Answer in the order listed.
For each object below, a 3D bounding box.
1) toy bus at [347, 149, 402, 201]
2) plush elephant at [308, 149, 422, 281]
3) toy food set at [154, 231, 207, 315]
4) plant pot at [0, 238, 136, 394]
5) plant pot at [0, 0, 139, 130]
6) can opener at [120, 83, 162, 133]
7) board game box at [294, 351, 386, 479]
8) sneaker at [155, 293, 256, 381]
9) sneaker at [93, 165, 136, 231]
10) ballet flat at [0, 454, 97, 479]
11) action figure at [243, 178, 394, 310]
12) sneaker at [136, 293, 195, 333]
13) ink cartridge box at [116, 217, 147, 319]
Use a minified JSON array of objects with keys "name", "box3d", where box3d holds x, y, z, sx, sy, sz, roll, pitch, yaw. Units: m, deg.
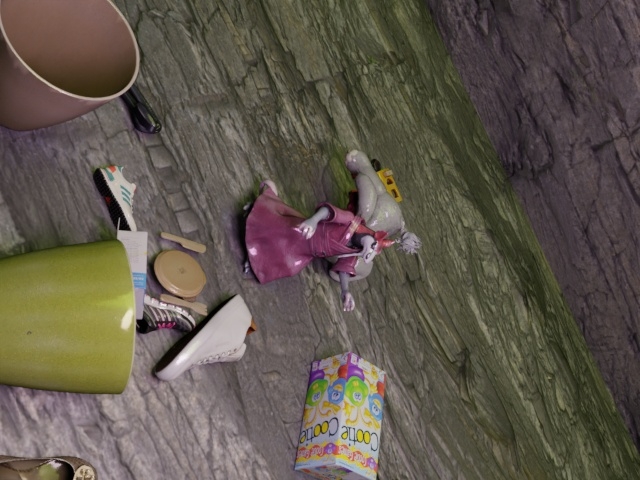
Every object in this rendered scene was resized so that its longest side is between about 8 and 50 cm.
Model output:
[{"name":"toy bus","box3d":[0.183,-0.190,2.058,0.202,0.104,0.191,33,49,-33]},{"name":"plush elephant","box3d":[0.086,-0.032,1.796,0.255,0.272,0.330,-25,52,-16]},{"name":"toy food set","box3d":[-0.310,0.078,1.425,0.132,0.038,0.192,23,41,-33]},{"name":"plant pot","box3d":[-0.489,0.134,1.080,0.293,0.274,0.275,0,71,-30]},{"name":"plant pot","box3d":[-0.527,-0.322,1.218,0.256,0.274,0.257,23,56,-40]},{"name":"can opener","box3d":[-0.429,-0.327,1.497,0.059,0.073,0.186,-31,86,-42]},{"name":"board game box","box3d":[0.054,0.437,1.583,0.144,0.142,0.275,34,49,-32]},{"name":"sneaker","box3d":[-0.229,0.233,1.401,0.123,0.106,0.290,57,39,-7]},{"name":"sneaker","box3d":[-0.420,-0.090,1.389,0.075,0.057,0.161,-26,89,-44]},{"name":"ballet flat","box3d":[-0.486,0.395,1.081,0.249,0.058,0.084,25,55,-38]},{"name":"action figure","box3d":[0.000,0.000,1.588,0.276,0.369,0.248,-72,157,-55]},{"name":"sneaker","box3d":[-0.343,0.168,1.346,0.170,0.063,0.075,29,52,-30]},{"name":"ink cartridge box","box3d":[-0.379,0.053,1.286,0.061,0.104,0.181,4,47,-18]}]
